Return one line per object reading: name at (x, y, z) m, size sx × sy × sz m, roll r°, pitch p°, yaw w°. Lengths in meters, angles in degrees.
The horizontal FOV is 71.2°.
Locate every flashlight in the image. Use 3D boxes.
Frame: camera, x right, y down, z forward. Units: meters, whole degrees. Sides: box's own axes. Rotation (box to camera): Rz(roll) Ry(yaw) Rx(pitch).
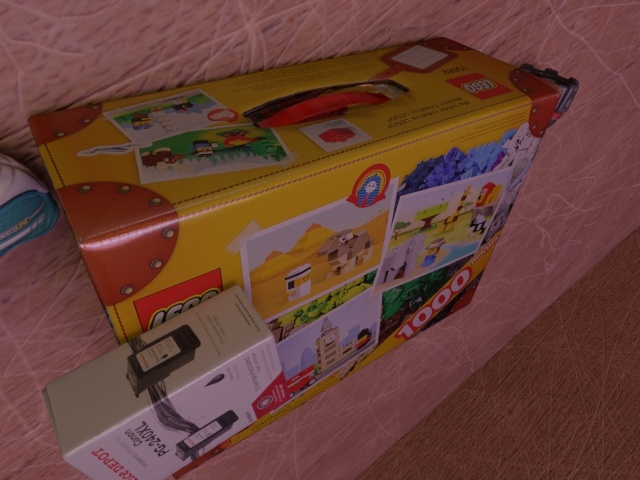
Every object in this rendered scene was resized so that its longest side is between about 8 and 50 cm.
flashlight at (0.341, -0.149, 0.807) m, size 0.103 × 0.103 × 0.304 m, roll -15°, pitch 134°, yaw -36°

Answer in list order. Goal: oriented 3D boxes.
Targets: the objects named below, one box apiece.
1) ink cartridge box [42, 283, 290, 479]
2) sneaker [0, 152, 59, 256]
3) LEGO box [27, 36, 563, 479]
ink cartridge box at (-0.108, 0.119, 0.347) m, size 0.150 × 0.063 × 0.109 m, roll -28°, pitch 141°, yaw -20°
sneaker at (-0.334, 0.036, 0.349) m, size 0.275 × 0.107 × 0.110 m, roll -35°, pitch 160°, yaw -3°
LEGO box at (0.000, 0.000, 0.550) m, size 0.500 × 0.193 × 0.372 m, roll -23°, pitch 139°, yaw -27°
